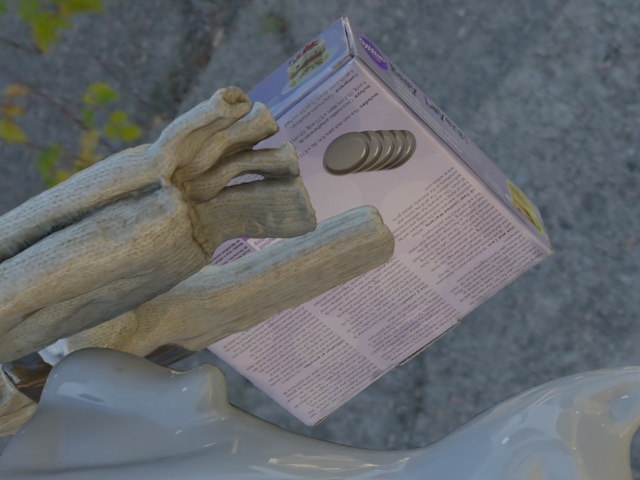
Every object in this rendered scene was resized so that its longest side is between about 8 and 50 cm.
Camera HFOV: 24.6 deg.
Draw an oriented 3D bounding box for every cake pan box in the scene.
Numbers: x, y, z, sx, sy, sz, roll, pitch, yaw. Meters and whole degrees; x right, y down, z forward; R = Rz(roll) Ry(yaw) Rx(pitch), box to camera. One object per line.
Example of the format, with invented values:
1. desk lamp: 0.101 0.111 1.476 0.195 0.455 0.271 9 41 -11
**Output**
1. cake pan box: 0.000 0.000 1.103 0.267 0.245 0.070 -39 31 20

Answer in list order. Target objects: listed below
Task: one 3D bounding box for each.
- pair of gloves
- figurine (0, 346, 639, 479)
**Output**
1. pair of gloves: -0.082 0.021 0.538 0.204 0.240 0.042 -26 78 9
2. figurine: 0.014 0.138 0.459 0.209 0.092 0.215 -4 101 13
